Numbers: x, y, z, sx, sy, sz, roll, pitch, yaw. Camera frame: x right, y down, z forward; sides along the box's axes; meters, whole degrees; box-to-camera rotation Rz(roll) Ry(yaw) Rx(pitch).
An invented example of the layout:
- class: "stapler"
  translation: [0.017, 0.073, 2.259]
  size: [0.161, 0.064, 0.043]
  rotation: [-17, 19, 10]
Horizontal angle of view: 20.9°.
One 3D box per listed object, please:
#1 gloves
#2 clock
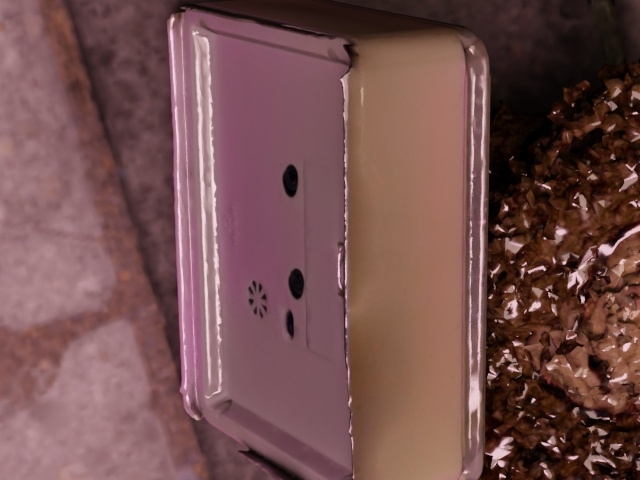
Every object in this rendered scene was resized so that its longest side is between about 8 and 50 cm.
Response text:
- class: "gloves"
  translation: [0.128, 0.050, 0.785]
  size: [0.210, 0.135, 0.312]
  rotation: [27, 114, -5]
- class: "clock"
  translation: [0.000, 0.000, 0.725]
  size: [0.071, 0.147, 0.192]
  rotation: [-10, 107, -30]
